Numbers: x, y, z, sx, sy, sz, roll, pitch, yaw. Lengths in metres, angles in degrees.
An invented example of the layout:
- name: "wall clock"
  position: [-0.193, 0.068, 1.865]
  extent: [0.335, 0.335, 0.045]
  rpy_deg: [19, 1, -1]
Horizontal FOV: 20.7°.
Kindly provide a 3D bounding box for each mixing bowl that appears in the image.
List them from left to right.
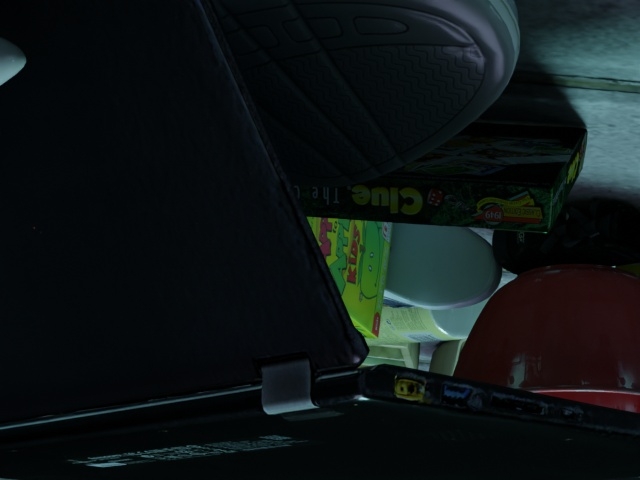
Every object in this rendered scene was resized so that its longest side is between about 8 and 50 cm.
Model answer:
- name: "mixing bowl"
  position: [0.170, 0.075, 1.161]
  extent: [0.181, 0.098, 0.181]
  rpy_deg: [3, 161, 1]

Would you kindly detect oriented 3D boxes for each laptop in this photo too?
- name: "laptop"
  position: [-0.065, -0.014, 0.836]
  extent: [0.408, 0.236, 0.382]
  rpy_deg: [14, 163, -40]

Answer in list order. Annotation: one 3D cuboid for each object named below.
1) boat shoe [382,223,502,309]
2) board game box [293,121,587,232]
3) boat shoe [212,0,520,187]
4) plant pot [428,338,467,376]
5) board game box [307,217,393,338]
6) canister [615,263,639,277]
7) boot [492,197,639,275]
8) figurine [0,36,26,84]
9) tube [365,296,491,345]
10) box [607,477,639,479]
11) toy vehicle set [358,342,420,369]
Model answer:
- name: "boat shoe"
  position: [0.061, 0.019, 1.269]
  extent: [0.183, 0.065, 0.083]
  rpy_deg: [6, 170, 34]
- name: "board game box"
  position: [0.009, -0.042, 0.969]
  extent: [0.260, 0.030, 0.136]
  rpy_deg: [4, -160, 16]
- name: "boat shoe"
  position: [-0.038, -0.089, 0.824]
  extent: [0.320, 0.103, 0.118]
  rpy_deg: [-14, 131, 46]
- name: "plant pot"
  position: [0.150, 0.150, 1.674]
  extent: [0.109, 0.109, 0.096]
  rpy_deg: [13, 178, -21]
- name: "board game box"
  position: [0.000, 0.000, 1.145]
  extent: [0.043, 0.092, 0.181]
  rpy_deg: [4, 166, 19]
- name: "canister"
  position: [0.302, 0.050, 1.222]
  extent: [0.170, 0.073, 0.126]
  rpy_deg: [0, 165, 35]
- name: "boot"
  position: [0.185, 0.006, 1.180]
  extent: [0.099, 0.045, 0.121]
  rpy_deg: [-11, 159, 38]
- name: "figurine"
  position: [-0.200, -0.114, 0.631]
  extent: [0.209, 0.092, 0.215]
  rpy_deg: [12, 138, -13]
- name: "tube"
  position: [0.046, 0.054, 1.429]
  extent: [0.062, 0.070, 0.240]
  rpy_deg: [-14, -179, -31]
- name: "box"
  position: [0.283, 0.153, 1.354]
  extent: [0.060, 0.216, 0.270]
  rpy_deg: [18, 164, -41]
- name: "toy vehicle set"
  position: [-0.043, 0.084, 1.640]
  extent: [0.267, 0.035, 0.166]
  rpy_deg: [6, 166, 9]
